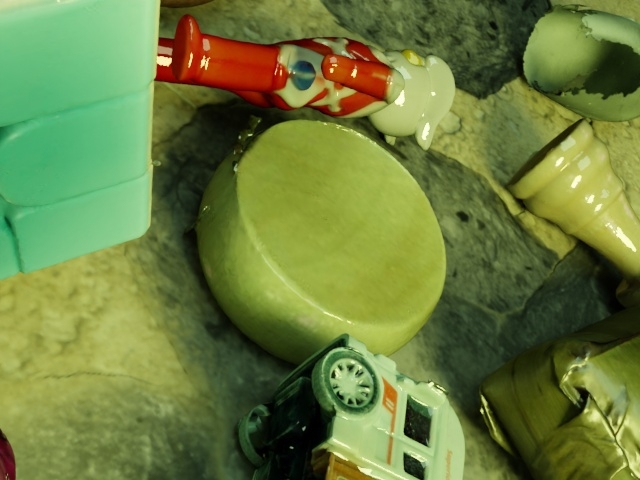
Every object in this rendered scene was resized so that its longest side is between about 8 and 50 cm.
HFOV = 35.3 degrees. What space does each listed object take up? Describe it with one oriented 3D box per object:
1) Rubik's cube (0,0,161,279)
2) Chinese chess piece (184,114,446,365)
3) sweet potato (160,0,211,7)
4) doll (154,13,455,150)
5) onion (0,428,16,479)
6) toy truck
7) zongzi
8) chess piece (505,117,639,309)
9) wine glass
[{"bbox_3d":[-0.280,-0.140,0.592,0.290,0.291,0.291,-18,70,-19],"label":"Rubik's cube"},{"bbox_3d":[0.000,0.000,0.886,0.238,0.092,0.237,18,52,-24],"label":"Chinese chess piece"},{"bbox_3d":[-0.104,-0.313,1.015,0.131,0.131,0.337,50,44,5],"label":"sweet potato"},{"bbox_3d":[-0.010,-0.154,0.948,0.384,0.188,0.099,4,98,-45],"label":"doll"},{"bbox_3d":[-0.245,0.144,0.614,0.115,0.115,0.104,30,91,-15],"label":"onion"},{"bbox_3d":[0.019,0.230,0.705,0.162,0.136,0.305,28,48,-19],"label":"toy truck"},{"bbox_3d":[0.348,0.230,0.920,0.323,0.160,0.360,-14,68,-40],"label":"zongzi"},{"bbox_3d":[0.379,0.046,1.113,0.397,0.117,0.117,48,45,1],"label":"chess piece"},{"bbox_3d":[0.415,-0.208,1.302,0.321,0.143,0.143,9,55,-28],"label":"wine glass"}]
